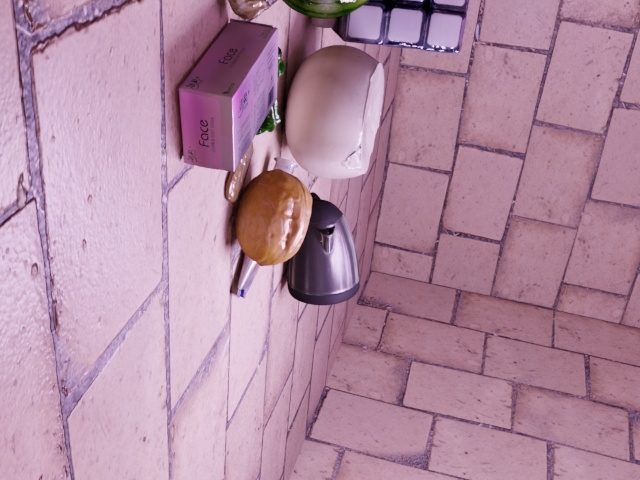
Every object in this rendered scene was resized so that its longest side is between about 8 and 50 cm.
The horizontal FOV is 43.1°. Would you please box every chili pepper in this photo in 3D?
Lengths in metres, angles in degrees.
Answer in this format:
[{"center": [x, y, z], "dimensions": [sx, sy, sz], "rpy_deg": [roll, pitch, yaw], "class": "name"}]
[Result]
[{"center": [-0.106, -0.296, 1.570], "dimensions": [0.257, 0.074, 0.100], "rpy_deg": [87, 17, -58], "class": "chili pepper"}]

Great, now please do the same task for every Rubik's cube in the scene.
[{"center": [0.192, -0.643, 1.996], "dimensions": [0.305, 0.301, 0.304], "rpy_deg": [-104, -160, -70], "class": "Rubik's cube"}]

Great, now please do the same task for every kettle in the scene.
[{"center": [0.012, 0.006, 2.251], "dimensions": [0.251, 0.207, 0.271], "rpy_deg": [-51, 144, -55], "class": "kettle"}]

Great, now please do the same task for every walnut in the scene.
[{"center": [-0.099, -0.047, 1.689], "dimensions": [0.159, 0.159, 0.207], "rpy_deg": [21, 80, -80], "class": "walnut"}]

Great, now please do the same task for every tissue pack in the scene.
[{"center": [-0.146, -0.247, 1.345], "dimensions": [0.246, 0.092, 0.149], "rpy_deg": [-67, 167, -48], "class": "tissue pack"}]

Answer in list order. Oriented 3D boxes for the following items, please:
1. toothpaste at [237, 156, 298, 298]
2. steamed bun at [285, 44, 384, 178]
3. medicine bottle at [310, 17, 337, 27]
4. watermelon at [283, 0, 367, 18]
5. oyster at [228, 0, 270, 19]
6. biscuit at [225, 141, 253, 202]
[{"center": [-0.127, -0.026, 1.820], "dimensions": [0.100, 0.066, 0.323], "rpy_deg": [70, 37, -80], "class": "toothpaste"}, {"center": [0.027, -0.304, 1.921], "dimensions": [0.324, 0.206, 0.324], "rpy_deg": [9, 90, -80], "class": "steamed bun"}, {"center": [0.018, -0.596, 1.898], "dimensions": [0.119, 0.069, 0.183], "rpy_deg": [-89, -174, -51], "class": "medicine bottle"}, {"center": [0.012, -0.532, 1.491], "dimensions": [0.242, 0.242, 0.242], "rpy_deg": [12, 90, -80], "class": "watermelon"}, {"center": [-0.110, -0.521, 1.307], "dimensions": [0.166, 0.094, 0.294], "rpy_deg": [137, -42, -75], "class": "oyster"}, {"center": [-0.160, -0.143, 1.612], "dimensions": [0.071, 0.018, 0.147], "rpy_deg": [75, 29, -64], "class": "biscuit"}]
